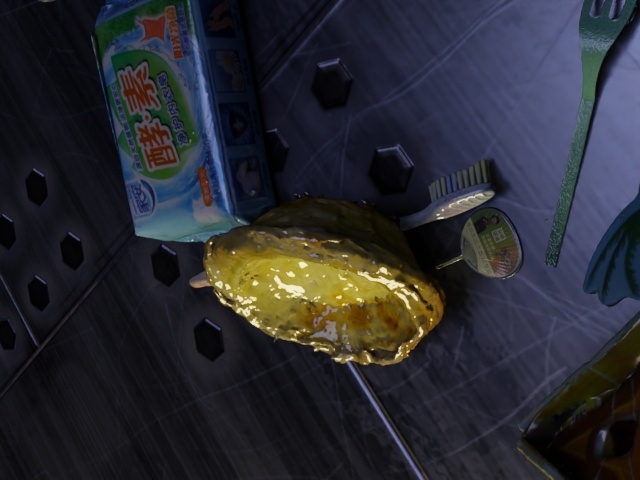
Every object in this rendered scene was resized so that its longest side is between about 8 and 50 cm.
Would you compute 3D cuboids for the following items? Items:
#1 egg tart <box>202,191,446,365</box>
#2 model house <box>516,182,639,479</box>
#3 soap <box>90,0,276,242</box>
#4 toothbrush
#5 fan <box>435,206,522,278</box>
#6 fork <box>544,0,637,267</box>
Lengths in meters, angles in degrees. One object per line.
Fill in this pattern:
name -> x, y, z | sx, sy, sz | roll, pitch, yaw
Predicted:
egg tart -> 0.006, 0.029, 0.724 | 0.212, 0.212, 0.090 | -14, 49, 38
model house -> 0.314, 0.093, 0.524 | 0.300, 0.340, 0.323 | 29, 152, -13
soap -> -0.138, -0.132, 0.846 | 0.156, 0.077, 0.293 | -11, 92, 38
toothbrush -> 0.000, 0.000, 0.797 | 0.375, 0.028, 0.037 | -20, 64, 38
fan -> 0.133, 0.001, 0.713 | 0.080, 0.003, 0.060 | 8, 103, 36
fork -> 0.197, -0.088, 0.636 | 0.039, 0.021, 0.235 | 21, 110, 36
